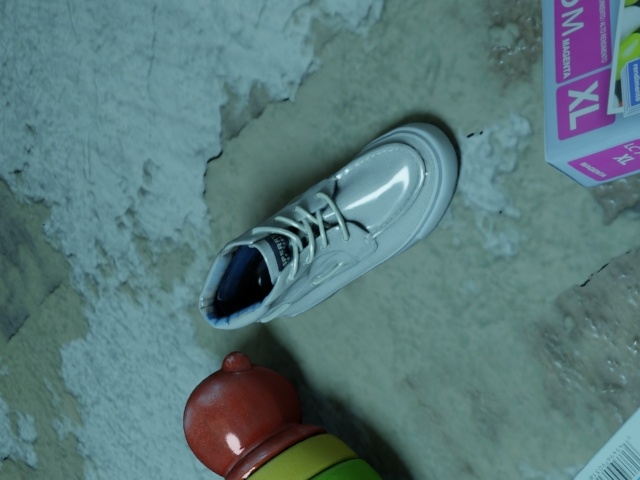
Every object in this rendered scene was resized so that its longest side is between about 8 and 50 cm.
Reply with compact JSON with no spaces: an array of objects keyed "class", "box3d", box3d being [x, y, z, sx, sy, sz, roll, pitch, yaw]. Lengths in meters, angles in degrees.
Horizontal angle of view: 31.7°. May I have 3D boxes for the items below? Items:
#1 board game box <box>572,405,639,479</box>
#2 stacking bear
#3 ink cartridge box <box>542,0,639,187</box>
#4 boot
[{"class":"board game box","box3d":[0.340,0.178,0.670,0.224,0.097,0.303,-52,57,18]},{"class":"stacking bear","box3d":[-0.019,0.236,1.025,0.289,0.164,0.175,51,129,22]},{"class":"ink cartridge box","box3d":[0.272,-0.160,0.664,0.311,0.065,0.186,-16,62,41]},{"class":"boot","box3d":[0.000,0.000,0.952,0.095,0.123,0.258,55,130,13]}]
